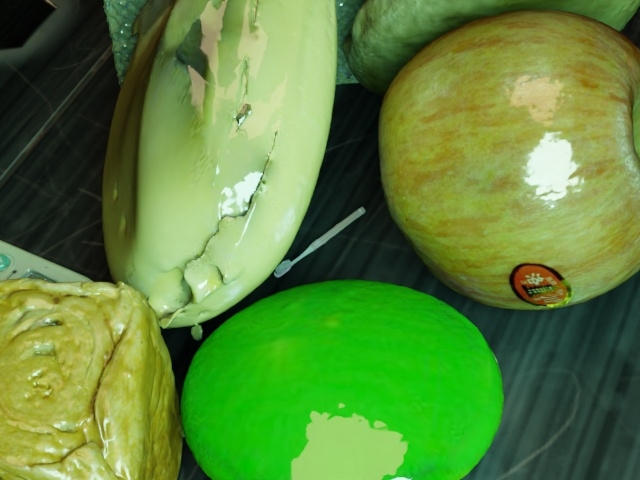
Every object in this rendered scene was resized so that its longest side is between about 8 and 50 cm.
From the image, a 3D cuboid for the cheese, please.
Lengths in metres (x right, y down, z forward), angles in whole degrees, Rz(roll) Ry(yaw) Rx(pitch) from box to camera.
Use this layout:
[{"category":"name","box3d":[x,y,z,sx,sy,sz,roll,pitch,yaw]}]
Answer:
[{"category":"cheese","box3d":[-0.078,-0.076,1.036,0.128,0.259,0.316,17,49,-15]}]

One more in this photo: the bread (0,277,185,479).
[{"category":"bread","box3d":[-0.171,0.121,0.901,0.149,0.143,0.158,-1,48,5]}]

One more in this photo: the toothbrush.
[{"category":"toothbrush","box3d":[0.000,0.000,1.102,0.006,0.008,0.097,41,58,21]}]

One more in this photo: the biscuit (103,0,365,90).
[{"category":"biscuit","box3d":[-0.057,-0.188,1.208,0.250,0.147,0.046,-6,40,-3]}]

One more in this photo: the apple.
[{"category":"apple","box3d":[0.145,-0.056,1.007,0.188,0.211,0.211,-13,39,27]}]

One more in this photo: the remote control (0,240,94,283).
[{"category":"remote control","box3d":[-0.253,0.036,1.068,0.221,0.042,0.078,21,49,24]}]

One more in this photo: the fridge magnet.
[{"category":"fridge magnet","box3d":[0.014,0.103,0.930,0.208,0.088,0.208,-2,38,2]}]

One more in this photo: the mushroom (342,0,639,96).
[{"category":"mushroom","box3d":[0.131,-0.189,1.102,0.292,0.212,0.217,10,12,-26]}]
